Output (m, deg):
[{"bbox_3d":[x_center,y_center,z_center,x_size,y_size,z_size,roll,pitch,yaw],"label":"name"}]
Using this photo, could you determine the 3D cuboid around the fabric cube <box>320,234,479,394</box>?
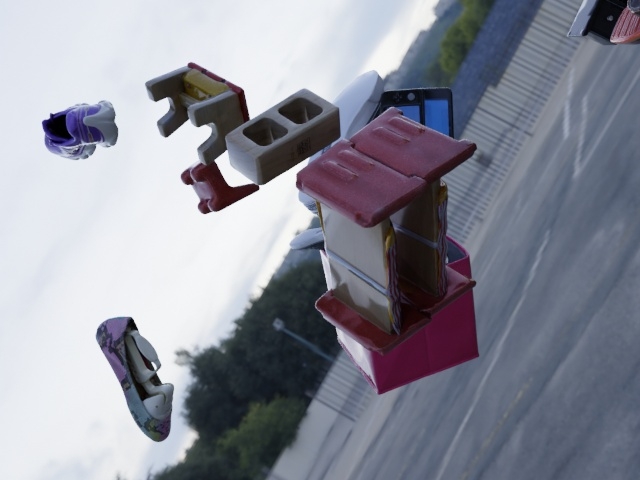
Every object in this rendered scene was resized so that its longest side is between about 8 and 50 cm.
[{"bbox_3d":[0.174,0.133,1.822,0.254,0.259,0.258,-134,29,-59],"label":"fabric cube"}]

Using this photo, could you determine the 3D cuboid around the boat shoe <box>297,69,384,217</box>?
[{"bbox_3d":[0.057,-0.150,1.365,0.108,0.102,0.301,-18,42,41],"label":"boat shoe"}]

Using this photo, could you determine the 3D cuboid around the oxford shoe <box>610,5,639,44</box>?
[{"bbox_3d":[0.577,-0.358,1.358,0.097,0.098,0.271,-66,13,0],"label":"oxford shoe"}]

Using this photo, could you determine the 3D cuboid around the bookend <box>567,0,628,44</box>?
[{"bbox_3d":[0.587,-0.435,1.588,0.072,0.156,0.157,-117,51,-76],"label":"bookend"}]

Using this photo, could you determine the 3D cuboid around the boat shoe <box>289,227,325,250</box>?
[{"bbox_3d":[0.000,0.000,1.639,0.142,0.040,0.049,-17,27,35],"label":"boat shoe"}]

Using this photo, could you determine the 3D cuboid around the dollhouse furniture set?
[{"bbox_3d":[-0.014,-0.065,0.938,0.152,0.374,0.201,-35,-41,-27],"label":"dollhouse furniture set"}]

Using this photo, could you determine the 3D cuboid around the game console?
[{"bbox_3d":[0.152,-0.177,1.303,0.071,0.107,0.122,-84,-9,-79],"label":"game console"}]

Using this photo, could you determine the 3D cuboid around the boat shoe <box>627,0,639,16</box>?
[{"bbox_3d":[0.468,-0.349,1.048,0.207,0.073,0.073,-28,54,57],"label":"boat shoe"}]

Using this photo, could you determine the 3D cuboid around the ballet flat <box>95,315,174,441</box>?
[{"bbox_3d":[-0.279,0.219,1.312,0.079,0.222,0.077,-19,10,26],"label":"ballet flat"}]

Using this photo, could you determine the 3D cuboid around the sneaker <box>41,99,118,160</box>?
[{"bbox_3d":[-0.295,-0.133,0.962,0.170,0.071,0.068,-7,89,56],"label":"sneaker"}]
